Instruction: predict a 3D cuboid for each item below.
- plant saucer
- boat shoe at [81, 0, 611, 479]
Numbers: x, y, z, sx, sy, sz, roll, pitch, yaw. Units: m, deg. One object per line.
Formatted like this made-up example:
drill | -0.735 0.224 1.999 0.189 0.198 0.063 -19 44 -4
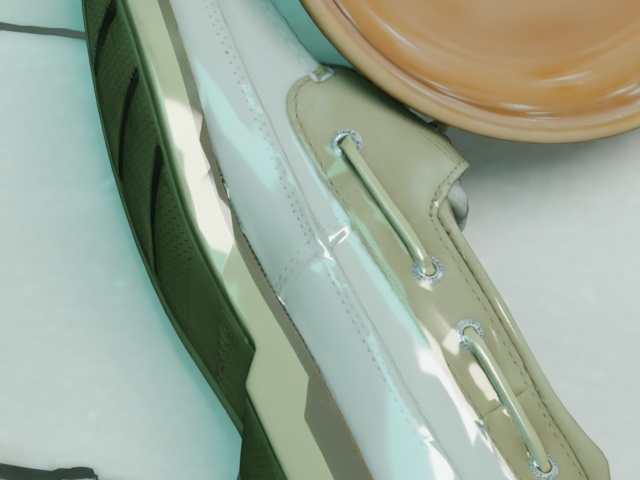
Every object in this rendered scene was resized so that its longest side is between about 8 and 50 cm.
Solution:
plant saucer | 0.071 -0.132 0.656 0.200 0.037 0.200 0 92 -15
boat shoe | 0.000 0.000 0.670 0.103 0.113 0.302 -17 70 -15
